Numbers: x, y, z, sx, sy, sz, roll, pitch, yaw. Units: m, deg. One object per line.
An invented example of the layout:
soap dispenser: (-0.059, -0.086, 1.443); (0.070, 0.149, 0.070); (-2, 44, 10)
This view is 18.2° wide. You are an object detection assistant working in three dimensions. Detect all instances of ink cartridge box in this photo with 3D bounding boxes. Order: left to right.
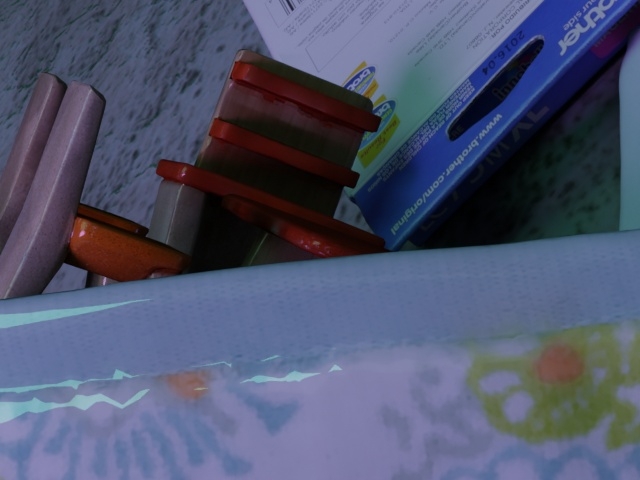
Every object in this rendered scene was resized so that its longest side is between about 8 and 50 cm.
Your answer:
ink cartridge box: (0.065, -0.125, 1.034); (0.186, 0.065, 0.311); (-46, 32, 14)

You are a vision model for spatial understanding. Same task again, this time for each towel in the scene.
towel: (0.030, 0.164, 0.558); (0.375, 0.090, 0.320); (-6, 81, 12)

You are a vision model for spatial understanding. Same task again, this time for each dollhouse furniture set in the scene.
dollhouse furniture set: (0.000, 0.000, 0.795); (0.135, 0.262, 0.259); (-69, 17, 1)

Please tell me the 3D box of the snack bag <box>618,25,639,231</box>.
snack bag: (0.243, -0.001, 0.730); (0.323, 0.037, 0.342); (-23, 47, 39)
